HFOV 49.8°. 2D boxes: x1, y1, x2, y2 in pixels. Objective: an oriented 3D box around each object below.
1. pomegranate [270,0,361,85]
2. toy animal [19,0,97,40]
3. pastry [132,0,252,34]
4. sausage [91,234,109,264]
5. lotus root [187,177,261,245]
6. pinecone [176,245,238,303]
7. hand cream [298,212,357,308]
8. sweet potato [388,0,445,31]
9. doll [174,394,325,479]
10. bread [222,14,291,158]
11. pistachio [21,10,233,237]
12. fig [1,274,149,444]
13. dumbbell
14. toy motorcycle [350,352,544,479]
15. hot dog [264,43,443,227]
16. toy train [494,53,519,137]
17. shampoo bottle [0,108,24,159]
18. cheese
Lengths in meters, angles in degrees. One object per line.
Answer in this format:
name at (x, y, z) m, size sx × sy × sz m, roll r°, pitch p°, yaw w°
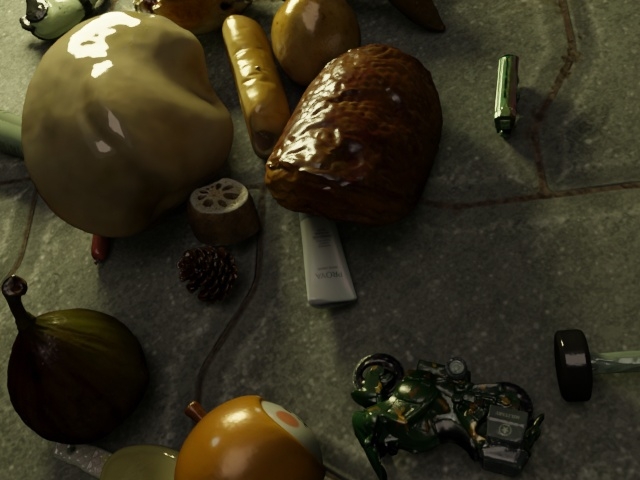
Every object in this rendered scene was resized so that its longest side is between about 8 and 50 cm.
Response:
pomegranate at (-0.005, -0.377, 1.312) m, size 0.196 × 0.196 × 0.196 m, roll -7°, pitch 61°, yaw 12°
toy animal at (-0.594, -0.558, 1.612) m, size 0.225 × 0.094 × 0.121 m, roll -40°, pitch 69°, yaw -18°
pastry at (-0.255, -0.528, 1.467) m, size 0.256 × 0.170 × 0.236 m, roll -29°, pitch 38°, yaw 10°
sausage at (-0.415, -0.066, 1.333) m, size 0.034 × 0.034 × 0.253 m, roll -7°, pitch 62°, yaw 12°
lotus root at (-0.169, -0.048, 1.212) m, size 0.122 × 0.081 × 0.112 m, roll -25°, pitch 49°, yaw -24°
pinecone at (-0.188, 0.051, 1.162) m, size 0.102 × 0.109 × 0.102 m, roll -6°, pitch 64°, yaw 13°
hand cream at (0.000, 0.000, 1.172) m, size 0.080 × 0.048 × 0.255 m, roll -8°, pitch 58°, yaw -5°
sweet potato at (0.091, -0.505, 1.330) m, size 0.346 × 0.079 × 0.108 m, roll 16°, pitch 82°, yaw -3°
doll at (-0.120, 0.301, 0.953) m, size 0.236 × 0.213 × 0.213 m, roll 33°, pitch 75°, yaw 30°
bread at (-0.120, -0.301, 1.317) m, size 0.091 × 0.142 × 0.305 m, roll -10°, pitch 59°, yaw -11°
pistachio at (-0.343, -0.211, 1.247) m, size 0.366 × 0.281 × 0.445 m, roll 8°, pitch 68°, yaw -14°
fig at (-0.398, 0.158, 1.042) m, size 0.217 × 0.320 × 0.217 m, roll -8°, pitch 42°, yaw 7°
dumbbell at (0.423, 0.165, 0.939) m, size 0.191 × 0.100 × 0.100 m, roll -6°, pitch 61°, yaw 13°
toy motorcycle at (0.161, 0.257, 0.953) m, size 0.275 × 0.124 × 0.187 m, roll 8°, pitch 56°, yaw 19°
hot dog at (0.061, -0.170, 1.157) m, size 0.267 × 0.174 × 0.387 m, roll 18°, pitch 52°, yaw 9°
toy train at (0.327, -0.252, 1.204) m, size 0.038 × 0.071 × 0.147 m, roll 3°, pitch 63°, yaw 17°
shampoo bottle at (-0.593, -0.203, 1.425) m, size 0.263 × 0.085 × 0.085 m, roll 20°, pitch 70°, yaw 24°
cheese at (-0.314, 0.361, 1.069) m, size 0.256 × 0.050 × 0.127 m, roll 13°, pitch 68°, yaw 23°
